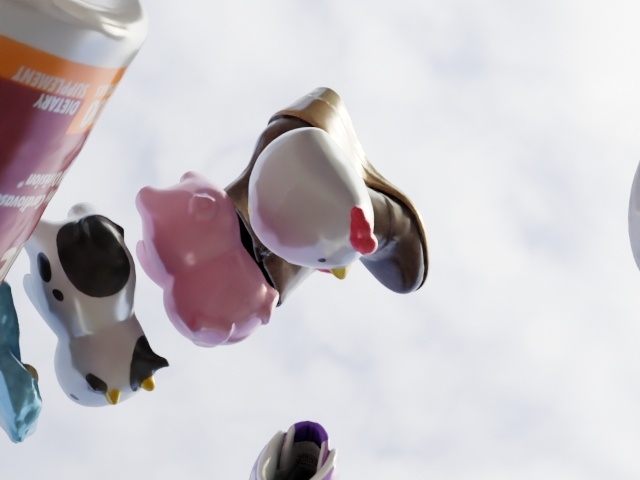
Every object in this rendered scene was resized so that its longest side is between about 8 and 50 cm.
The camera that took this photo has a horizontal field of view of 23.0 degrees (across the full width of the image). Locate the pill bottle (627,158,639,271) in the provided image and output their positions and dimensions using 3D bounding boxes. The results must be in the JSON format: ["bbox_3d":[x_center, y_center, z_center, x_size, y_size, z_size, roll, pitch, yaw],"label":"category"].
[{"bbox_3d":[0.426,-0.005,1.187,0.204,0.361,0.204,-10,-74,-38],"label":"pill bottle"}]

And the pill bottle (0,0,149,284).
[{"bbox_3d":[-0.289,-0.023,0.927,0.224,0.224,0.392,32,-75,-3],"label":"pill bottle"}]

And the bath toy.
[{"bbox_3d":[-0.100,0.031,1.191,0.348,0.151,0.129,-24,-140,-25],"label":"bath toy"}]

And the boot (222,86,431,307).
[{"bbox_3d":[0.000,0.000,1.486,0.248,0.090,0.207,60,-136,-25],"label":"boot"}]

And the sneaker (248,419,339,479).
[{"bbox_3d":[-0.002,0.236,1.415,0.102,0.282,0.161,14,-84,13],"label":"sneaker"}]
